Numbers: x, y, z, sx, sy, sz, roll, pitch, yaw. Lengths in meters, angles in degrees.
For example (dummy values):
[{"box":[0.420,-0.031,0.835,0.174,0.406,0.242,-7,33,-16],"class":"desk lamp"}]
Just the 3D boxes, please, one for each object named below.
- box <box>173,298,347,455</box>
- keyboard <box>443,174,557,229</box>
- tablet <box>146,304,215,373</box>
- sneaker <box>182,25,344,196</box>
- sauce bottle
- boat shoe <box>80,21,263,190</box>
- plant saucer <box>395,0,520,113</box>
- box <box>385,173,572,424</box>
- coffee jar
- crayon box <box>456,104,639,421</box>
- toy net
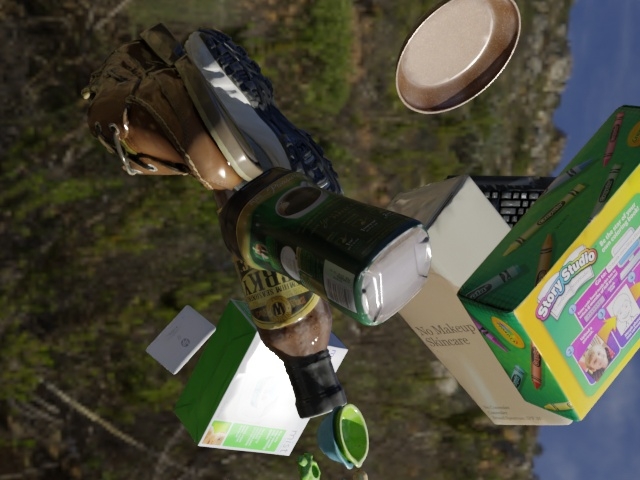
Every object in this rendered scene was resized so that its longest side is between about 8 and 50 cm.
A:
[{"box":[-0.117,0.268,2.133,0.127,0.231,0.262,44,-69,48],"class":"box"},{"box":[0.343,-0.007,1.806,0.033,0.317,0.201,-95,-174,-70],"class":"keyboard"},{"box":[-0.184,0.130,1.454,0.054,0.083,0.006,37,-16,18],"class":"tablet"},{"box":[-0.067,-0.081,1.114,0.108,0.100,0.271,-36,-91,22],"class":"sneaker"},{"box":[-0.048,0.071,1.514,0.344,0.111,0.111,70,-21,2],"class":"sauce bottle"},{"box":[-0.133,-0.095,0.923,0.111,0.104,0.307,60,-4,-24],"class":"boat shoe"},{"box":[0.179,-0.261,1.491,0.036,0.198,0.199,55,-36,35],"class":"plant saucer"},{"box":[0.198,0.079,1.353,0.311,0.121,0.148,48,-30,-16],"class":"box"},{"box":[0.000,0.000,0.964,0.184,0.096,0.079,25,-41,38],"class":"coffee jar"},{"box":[0.278,0.019,1.096,0.081,0.278,0.165,19,-30,54],"class":"crayon box"},{"box":[0.048,0.304,1.258,0.232,0.045,0.122,63,26,-22],"class":"toy net"}]
